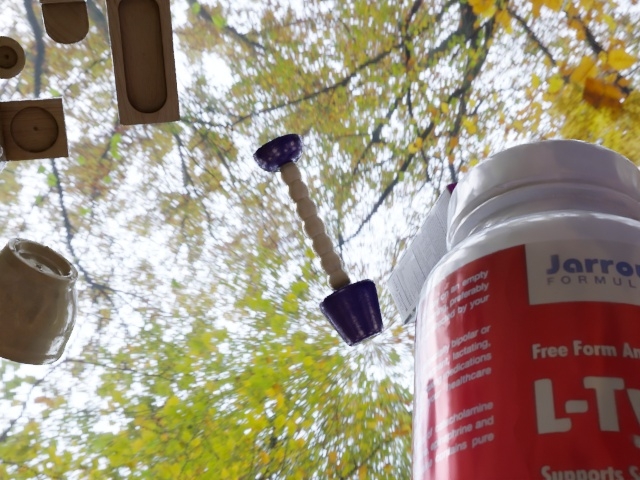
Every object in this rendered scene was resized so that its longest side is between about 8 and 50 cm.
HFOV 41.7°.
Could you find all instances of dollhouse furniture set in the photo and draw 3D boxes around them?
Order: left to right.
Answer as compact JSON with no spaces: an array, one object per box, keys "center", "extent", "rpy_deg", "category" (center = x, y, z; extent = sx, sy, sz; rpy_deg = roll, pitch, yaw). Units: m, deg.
[{"center":[-0.183,-0.123,0.636],"extent":[0.151,0.123,0.144],"rpy_deg":[-6,-74,-12],"category":"dollhouse furniture set"}]

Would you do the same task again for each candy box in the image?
[{"center":[0.192,0.011,1.022],"extent":[0.159,0.233,0.071],"rpy_deg":[-11,-116,-20],"category":"candy box"}]

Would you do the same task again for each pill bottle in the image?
[{"center":[0.180,0.129,0.604],"extent":[0.229,0.229,0.407],"rpy_deg":[3,-129,4],"category":"pill bottle"}]

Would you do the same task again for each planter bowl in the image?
[{"center":[-0.371,0.065,1.053],"extent":[0.162,0.162,0.109],"rpy_deg":[35,-80,7],"category":"planter bowl"}]

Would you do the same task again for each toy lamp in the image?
[{"center":[0.000,0.000,1.048],"extent":[0.080,0.080,0.274],"rpy_deg":[-26,-101,0],"category":"toy lamp"}]
